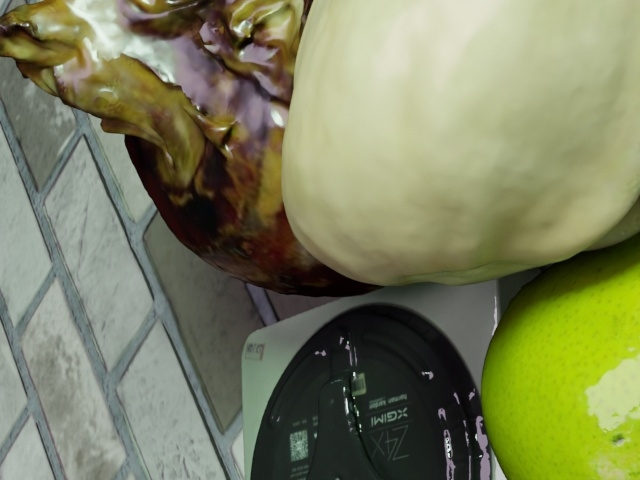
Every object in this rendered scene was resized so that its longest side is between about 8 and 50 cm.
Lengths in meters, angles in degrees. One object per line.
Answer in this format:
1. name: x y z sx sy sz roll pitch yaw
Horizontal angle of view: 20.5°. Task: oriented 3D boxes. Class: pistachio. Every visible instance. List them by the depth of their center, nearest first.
1. pistachio: 0.096 -0.108 0.831 0.214 0.193 0.318 38 115 27

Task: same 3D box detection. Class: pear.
1. pear: 0.188 0.088 0.854 0.220 0.187 0.187 17 94 43

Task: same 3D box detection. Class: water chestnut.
1. water chestnut: -0.029 -0.129 1.078 0.335 0.347 0.335 -5 84 58

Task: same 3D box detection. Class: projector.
1. projector: 0.040 0.157 1.118 0.257 0.079 0.259 -23 63 47
